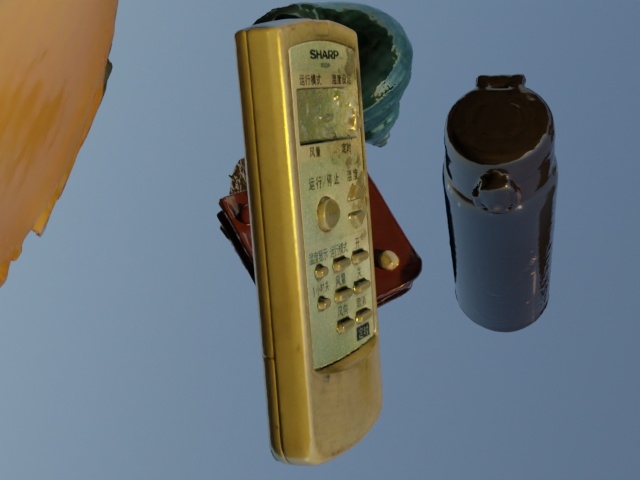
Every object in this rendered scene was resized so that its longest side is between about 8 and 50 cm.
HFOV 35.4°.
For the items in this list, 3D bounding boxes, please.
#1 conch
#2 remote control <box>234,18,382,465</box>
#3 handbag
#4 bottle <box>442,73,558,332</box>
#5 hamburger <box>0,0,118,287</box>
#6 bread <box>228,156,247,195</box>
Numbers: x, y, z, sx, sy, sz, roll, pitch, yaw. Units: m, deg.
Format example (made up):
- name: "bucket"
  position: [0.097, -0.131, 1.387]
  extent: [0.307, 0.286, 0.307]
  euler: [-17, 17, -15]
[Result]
- name: "conch"
  position: [0.029, -0.211, 1.276]
  extent: [0.196, 0.134, 0.202]
  euler: [-22, -92, 33]
- name: "remote control"
  position: [-0.003, 0.000, 0.539]
  extent: [0.038, 0.098, 0.233]
  euler: [-1, -82, 27]
- name: "handbag"
  position: [0.001, -0.001, 1.255]
  extent: [0.216, 0.203, 0.074]
  euler: [61, -23, 15]
- name: "bottle"
  position: [0.120, -0.013, 0.670]
  extent: [0.072, 0.244, 0.082]
  euler: [3, -117, 12]
- name: "hamburger"
  position: [-0.198, -0.090, 0.478]
  extent: [0.149, 0.237, 0.237]
  euler: [21, -88, 2]
- name: "bread"
  position: [-0.063, -0.043, 1.523]
  extent: [0.139, 0.143, 0.229]
  euler: [6, -72, 57]
